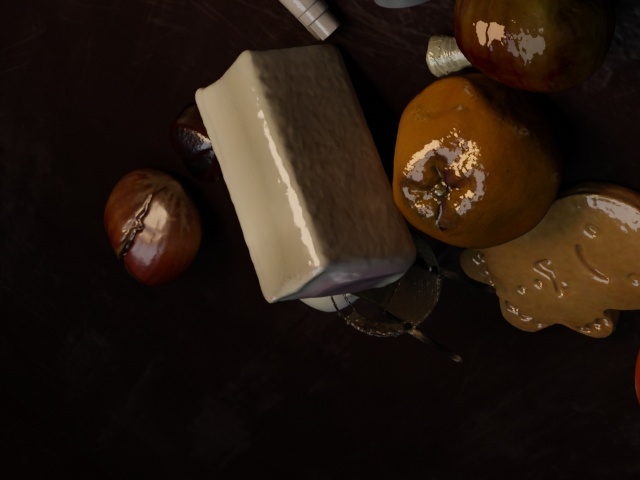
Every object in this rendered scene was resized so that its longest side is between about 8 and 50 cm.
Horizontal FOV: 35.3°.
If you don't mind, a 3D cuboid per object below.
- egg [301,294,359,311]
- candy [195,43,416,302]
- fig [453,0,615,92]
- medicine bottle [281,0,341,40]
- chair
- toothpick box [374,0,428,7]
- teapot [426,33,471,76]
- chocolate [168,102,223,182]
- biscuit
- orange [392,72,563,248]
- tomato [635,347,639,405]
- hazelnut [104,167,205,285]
[{"bbox_3d":[0.000,0.000,1.647,0.183,0.183,0.217,-18,114,49],"label":"egg"},{"bbox_3d":[-0.017,-0.095,1.435,0.145,0.208,0.358,-31,75,47],"label":"candy"},{"bbox_3d":[0.270,-0.312,1.137,0.191,0.190,0.290,28,107,15],"label":"fig"},{"bbox_3d":[-0.062,-0.373,1.420,0.220,0.061,0.092,47,167,-10],"label":"medicine bottle"},{"bbox_3d":[0.129,0.073,1.548,0.213,0.174,0.149,25,-178,-28],"label":"chair"},{"bbox_3d":[0.096,-0.377,1.235,0.101,0.101,0.153,10,133,34],"label":"toothpick box"},{"bbox_3d":[0.190,-0.247,1.334,0.083,0.057,0.067,-2,162,38],"label":"teapot"},{"bbox_3d":[-0.195,-0.156,1.740,0.125,0.080,0.148,2,128,41],"label":"chocolate"},{"bbox_3d":[0.364,0.035,1.476,0.275,0.052,0.355,50,143,-14],"label":"biscuit"},{"bbox_3d":[0.205,-0.094,1.357,0.249,0.183,0.249,20,135,22],"label":"orange"},{"bbox_3d":[0.543,0.180,1.314,0.256,0.256,0.224,33,160,9],"label":"tomato"},{"bbox_3d":[-0.316,-0.029,1.899,0.212,0.181,0.181,45,164,9],"label":"hazelnut"}]
